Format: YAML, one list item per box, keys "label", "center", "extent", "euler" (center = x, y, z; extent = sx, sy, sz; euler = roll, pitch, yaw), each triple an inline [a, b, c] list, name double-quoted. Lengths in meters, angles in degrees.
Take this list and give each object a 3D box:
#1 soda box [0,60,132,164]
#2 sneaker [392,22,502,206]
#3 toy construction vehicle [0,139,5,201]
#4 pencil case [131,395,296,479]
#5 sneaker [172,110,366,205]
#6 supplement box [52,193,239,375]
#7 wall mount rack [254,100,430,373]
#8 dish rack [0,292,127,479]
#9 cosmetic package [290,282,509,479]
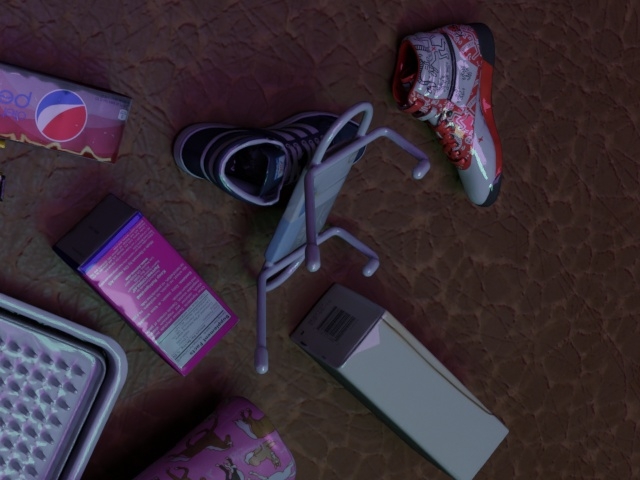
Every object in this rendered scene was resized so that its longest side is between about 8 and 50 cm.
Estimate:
- label: "soda box"
  center: [-0.372, -0.168, 1.692]
  extent: [0.263, 0.083, 0.092]
  euler: [13, 97, -29]
- label: "sneaker"
  center: [0.177, -0.173, 1.979]
  extent: [0.145, 0.090, 0.270]
  euler: [-11, 105, -24]
- label: "toy construction vehicle"
  center: [-0.437, -0.081, 1.716]
  extent: [0.086, 0.035, 0.098]
  euler: [4, 100, -17]
- label: "pencil case"
  center: [-0.210, 0.373, 1.841]
  extent: [0.386, 0.160, 0.167]
  euler: [-37, 128, -30]
- label: "sneaker"
  center: [-0.040, -0.110, 1.843]
  extent: [0.282, 0.153, 0.099]
  euler: [-6, 107, -26]
- label: "supplement box"
  center: [-0.228, 0.059, 1.816]
  extent: [0.114, 0.111, 0.220]
  euler: [-45, 120, -11]
- label: "wall mount rack"
  center: [0.000, 0.000, 1.791]
  extent: [0.304, 0.130, 0.350]
  euler: [-36, 159, -44]
- label: "dish rack"
  center: [-0.430, 0.236, 1.775]
  extent: [0.285, 0.072, 0.333]
  euler: [26, 88, -30]
- label: "cosmetic package"
  center: [0.116, 0.210, 2.013]
  extent: [0.113, 0.160, 0.309]
  euler: [-51, 121, -7]
